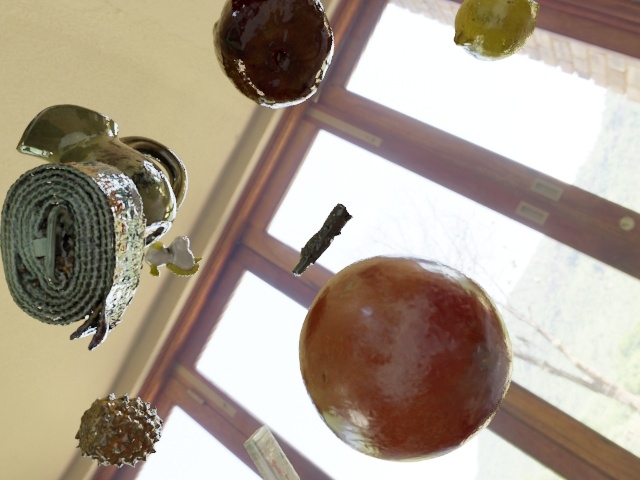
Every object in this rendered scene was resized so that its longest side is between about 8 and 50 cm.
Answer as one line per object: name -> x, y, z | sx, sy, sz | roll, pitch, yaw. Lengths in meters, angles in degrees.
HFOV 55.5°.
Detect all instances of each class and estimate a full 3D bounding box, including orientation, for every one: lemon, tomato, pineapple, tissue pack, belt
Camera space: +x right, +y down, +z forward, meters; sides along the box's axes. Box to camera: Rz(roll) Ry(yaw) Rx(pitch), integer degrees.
lemon -> 0.393, -0.494, 1.383 | 0.206, 0.173, 0.173 | -33, -34, -12
tomato -> 0.109, 0.143, 0.763 | 0.265, 0.265, 0.264 | -40, -33, -33
pineapple -> -0.425, 0.417, 1.329 | 0.193, 0.166, 0.166 | 31, -91, -46
tissue pack -> -0.070, 0.333, 0.902 | 0.023, 0.108, 0.056 | -34, -5, 19
belt -> -0.416, 0.015, 1.012 | 0.160, 0.207, 0.294 | -36, -44, -79

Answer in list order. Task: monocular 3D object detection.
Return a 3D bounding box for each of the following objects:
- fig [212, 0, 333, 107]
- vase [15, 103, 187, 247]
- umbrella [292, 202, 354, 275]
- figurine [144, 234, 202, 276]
fig -> -0.113, -0.321, 0.981 | 0.191, 0.290, 0.190 | -20, -59, -37
vase -> -0.431, -0.133, 1.308 | 0.329, 0.302, 0.241 | -24, -12, -48
umbrella -> 0.000, 0.000, 1.669 | 0.235, 0.066, 0.059 | -50, 8, -10
figurine -> -0.456, 0.050, 1.889 | 0.178, 0.129, 0.109 | -2, -15, -28
